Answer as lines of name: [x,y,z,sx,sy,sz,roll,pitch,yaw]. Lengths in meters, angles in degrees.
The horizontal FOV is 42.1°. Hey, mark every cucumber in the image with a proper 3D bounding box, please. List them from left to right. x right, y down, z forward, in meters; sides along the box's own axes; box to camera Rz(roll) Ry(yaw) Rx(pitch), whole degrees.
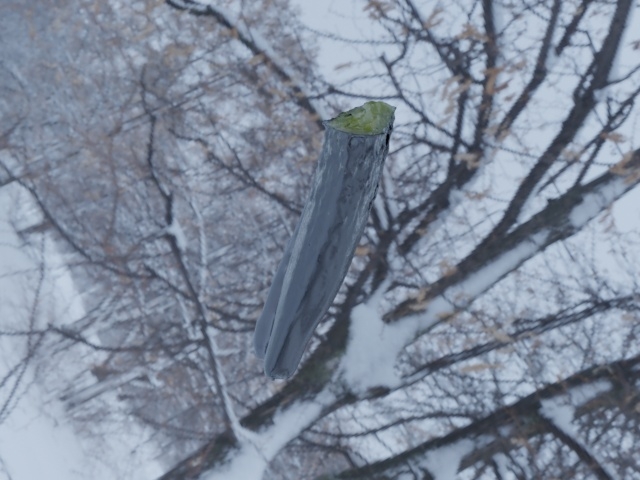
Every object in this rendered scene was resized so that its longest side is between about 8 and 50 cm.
cucumber: [0.002,0.000,0.377,0.033,0.034,0.134,42,-62,55]
